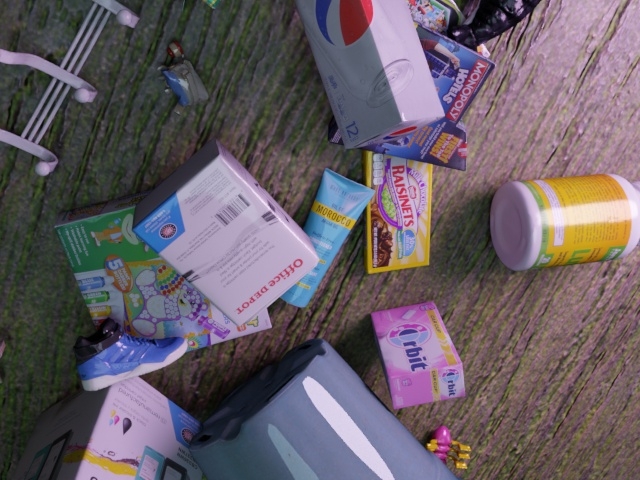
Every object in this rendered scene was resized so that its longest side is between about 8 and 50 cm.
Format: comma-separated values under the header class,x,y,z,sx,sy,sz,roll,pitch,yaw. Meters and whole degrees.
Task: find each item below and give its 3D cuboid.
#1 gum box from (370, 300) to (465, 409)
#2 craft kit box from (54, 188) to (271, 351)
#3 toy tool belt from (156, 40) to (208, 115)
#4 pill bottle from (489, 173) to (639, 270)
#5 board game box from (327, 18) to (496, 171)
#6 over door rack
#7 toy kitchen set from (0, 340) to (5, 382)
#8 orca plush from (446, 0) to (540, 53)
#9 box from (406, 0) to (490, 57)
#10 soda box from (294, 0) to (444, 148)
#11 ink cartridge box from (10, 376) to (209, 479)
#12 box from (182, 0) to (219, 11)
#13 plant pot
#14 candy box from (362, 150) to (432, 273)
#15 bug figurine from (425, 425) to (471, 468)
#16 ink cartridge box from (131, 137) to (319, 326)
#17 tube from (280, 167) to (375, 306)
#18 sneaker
class,x,y,z,sx,sy,sz,roll,pitch,yaw
gum box,0.145,0.170,1.028,0.107,0.188,0.062,-11,116,0
craft kit box,-0.218,0.048,0.958,0.246,0.061,0.250,-17,117,-8
toy tool belt,-0.185,-0.208,0.851,0.051,0.052,0.083,-33,117,-7
pill bottle,0.402,-0.032,1.022,0.245,0.136,0.137,-6,115,-11
board game box,0.138,-0.184,0.893,0.194,0.060,0.194,23,123,-13
over door rack,-0.409,-0.244,0.751,0.324,0.108,0.240,30,103,-23
toy kitchen set,-0.472,0.187,0.941,0.068,0.083,0.075,-15,116,-6
orca plush,0.267,-0.364,0.836,0.287,0.102,0.151,-47,116,-1
box,0.127,-0.294,0.895,0.114,0.036,0.207,-42,116,7
soda box,0.043,-0.258,0.775,0.098,0.091,0.287,-17,88,-47
ink cartridge box,-0.309,0.365,0.931,0.197,0.270,0.198,-33,119,23
box,-0.107,-0.343,0.779,0.043,0.105,0.179,34,103,-22
plant pot,0.004,0.350,0.975,0.341,0.341,0.334,-37,95,5
candy box,0.117,-0.051,1.007,0.105,0.027,0.206,-9,115,-12
bug figurine,0.149,0.429,1.205,0.278,0.072,0.216,12,104,-13
ink cartridge box,-0.123,-0.008,0.877,0.148,0.086,0.203,-39,117,6
tube,0.000,0.000,0.992,0.080,0.052,0.207,24,104,-9
sneaker,-0.267,0.144,0.926,0.152,0.058,0.085,-18,102,-19
